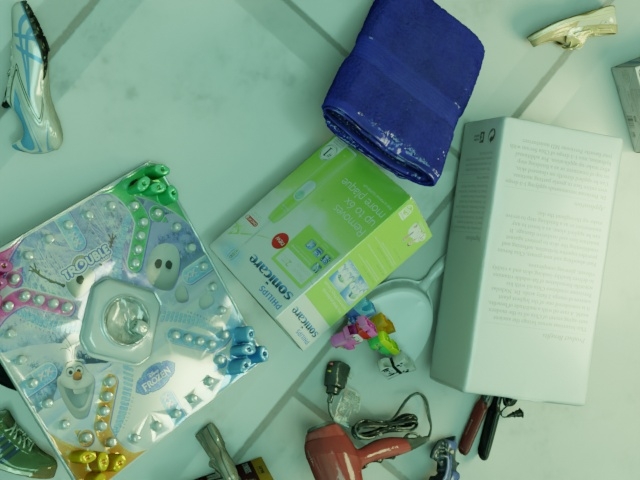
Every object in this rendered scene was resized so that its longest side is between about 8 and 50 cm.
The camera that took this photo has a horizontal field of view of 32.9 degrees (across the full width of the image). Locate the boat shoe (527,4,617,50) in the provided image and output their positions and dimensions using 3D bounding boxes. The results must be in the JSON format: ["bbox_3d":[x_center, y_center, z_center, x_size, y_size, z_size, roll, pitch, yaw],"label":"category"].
[{"bbox_3d":[0.442,-0.358,1.876,0.170,0.063,0.059,-19,95,-11],"label":"boat shoe"}]

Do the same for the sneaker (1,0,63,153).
[{"bbox_3d":[-0.456,-0.251,1.674,0.086,0.085,0.237,-7,95,-5],"label":"sneaker"}]

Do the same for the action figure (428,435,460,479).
[{"bbox_3d":[0.142,0.507,1.898,0.330,0.178,0.341,21,62,-20],"label":"action figure"}]

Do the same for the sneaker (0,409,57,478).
[{"bbox_3d":[-0.508,0.317,1.739,0.192,0.064,0.086,20,97,-11],"label":"sneaker"}]

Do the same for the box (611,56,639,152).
[{"bbox_3d":[0.684,-0.279,1.929,0.290,0.087,0.169,-20,101,-10],"label":"box"}]

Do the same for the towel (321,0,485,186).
[{"bbox_3d":[0.136,-0.257,1.760,0.228,0.076,0.308,35,60,-19],"label":"towel"}]

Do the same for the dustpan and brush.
[{"bbox_3d":[0.162,0.103,1.879,0.147,0.060,0.211,43,93,-12],"label":"dustpan and brush"}]

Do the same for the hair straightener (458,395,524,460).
[{"bbox_3d":[0.325,0.286,1.945,0.089,0.047,0.230,20,88,-15],"label":"hair straightener"}]

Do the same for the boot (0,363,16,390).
[{"bbox_3d":[-0.502,0.192,1.652,0.247,0.207,0.094,25,93,-15],"label":"boot"}]

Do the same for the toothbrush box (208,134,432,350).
[{"bbox_3d":[0.000,0.000,1.733,0.283,0.206,0.122,-42,141,-4],"label":"toothbrush box"}]

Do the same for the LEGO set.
[{"bbox_3d":[0.067,0.162,1.790,0.093,0.087,0.227,-27,146,13],"label":"LEGO set"}]

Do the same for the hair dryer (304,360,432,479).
[{"bbox_3d":[0.081,0.353,1.807,0.224,0.080,0.293,25,60,-10],"label":"hair dryer"}]

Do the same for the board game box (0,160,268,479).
[{"bbox_3d":[-0.301,0.125,1.681,0.390,0.050,0.390,-36,105,-35],"label":"board game box"}]

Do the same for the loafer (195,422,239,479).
[{"bbox_3d":[-0.172,0.362,1.803,0.039,0.125,0.045,-33,138,2],"label":"loafer"}]

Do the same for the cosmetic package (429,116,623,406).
[{"bbox_3d":[0.344,0.035,1.830,0.230,0.161,0.453,9,90,-17],"label":"cosmetic package"}]

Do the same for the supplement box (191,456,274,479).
[{"bbox_3d":[-0.154,0.496,1.810,0.194,0.129,0.191,-17,100,-10],"label":"supplement box"}]
